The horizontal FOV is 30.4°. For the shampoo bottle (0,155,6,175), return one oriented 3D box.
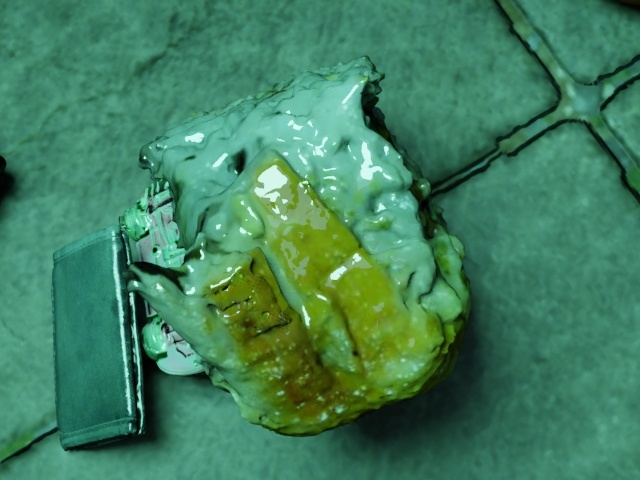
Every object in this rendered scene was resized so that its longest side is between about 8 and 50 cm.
[{"bbox_3d":[-0.323,0.065,0.736,0.129,0.084,0.323,22,79,12],"label":"shampoo bottle"}]

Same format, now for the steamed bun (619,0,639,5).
[{"bbox_3d":[0.217,-0.354,0.720,0.248,0.235,0.379,20,79,4],"label":"steamed bun"}]

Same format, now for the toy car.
[{"bbox_3d":[-0.079,0.020,0.739,0.069,0.055,0.142,-23,62,21],"label":"toy car"}]

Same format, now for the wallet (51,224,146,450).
[{"bbox_3d":[-0.138,0.062,0.729,0.088,0.026,0.129,-20,71,46],"label":"wallet"}]

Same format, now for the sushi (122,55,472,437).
[{"bbox_3d":[0.000,0.000,0.635,0.139,0.274,0.184,-25,97,7],"label":"sushi"}]
